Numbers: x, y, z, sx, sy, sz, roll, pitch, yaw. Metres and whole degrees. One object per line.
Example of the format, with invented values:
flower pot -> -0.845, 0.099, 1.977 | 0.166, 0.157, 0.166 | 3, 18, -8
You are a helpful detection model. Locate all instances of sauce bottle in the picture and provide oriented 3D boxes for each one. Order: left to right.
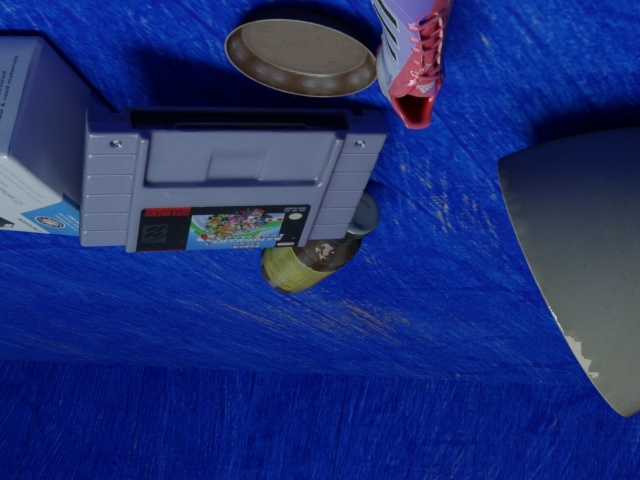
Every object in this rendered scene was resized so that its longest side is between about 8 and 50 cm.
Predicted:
sauce bottle -> 0.000, 0.000, 1.600 | 0.111, 0.111, 0.344 | 15, 160, -17

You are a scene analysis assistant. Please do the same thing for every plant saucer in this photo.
plant saucer -> -0.019, -0.205, 1.103 | 0.168, 0.029, 0.168 | 9, 163, 3

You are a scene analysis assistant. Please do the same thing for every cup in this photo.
cup -> 0.381, -0.001, 1.148 | 0.237, 0.331, 0.331 | -28, 147, 20

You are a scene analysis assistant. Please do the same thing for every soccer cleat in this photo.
soccer cleat -> 0.091, -0.188, 0.963 | 0.083, 0.095, 0.248 | -15, 166, -3

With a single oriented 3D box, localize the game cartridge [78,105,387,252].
game cartridge -> -0.114, -0.071, 1.264 | 0.355, 0.068, 0.230 | -2, 141, -17

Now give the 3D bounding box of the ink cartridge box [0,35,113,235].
ink cartridge box -> -0.491, -0.134, 1.341 | 0.395, 0.166, 0.285 | 4, 162, 16
